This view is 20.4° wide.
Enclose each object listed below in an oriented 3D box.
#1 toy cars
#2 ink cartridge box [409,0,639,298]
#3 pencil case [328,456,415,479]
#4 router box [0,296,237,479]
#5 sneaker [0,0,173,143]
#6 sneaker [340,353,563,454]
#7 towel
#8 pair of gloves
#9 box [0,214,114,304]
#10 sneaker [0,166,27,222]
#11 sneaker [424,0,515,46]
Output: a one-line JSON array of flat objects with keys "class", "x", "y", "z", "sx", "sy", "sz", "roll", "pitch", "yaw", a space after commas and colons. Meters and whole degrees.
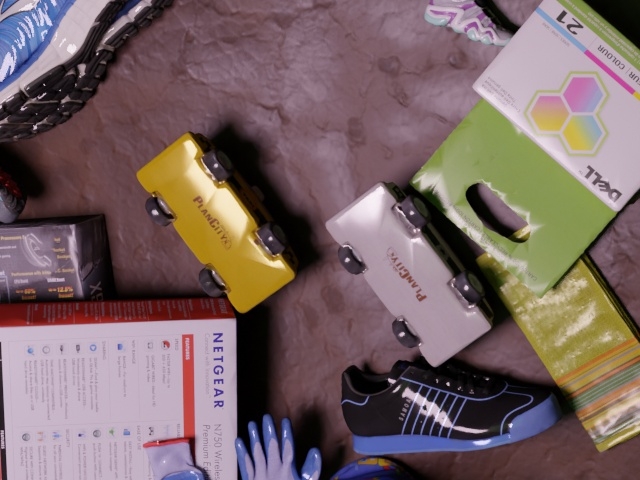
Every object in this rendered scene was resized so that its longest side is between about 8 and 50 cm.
[{"class": "toy cars", "x": 0.000, "y": 0.000, "z": 1.834, "sx": 0.393, "sy": 0.087, "sz": 0.176, "roll": 15, "pitch": 110, "yaw": 13}, {"class": "ink cartridge box", "x": 0.223, "y": -0.090, "z": 1.715, "sx": 0.189, "sy": 0.097, "sz": 0.255, "roll": 42, "pitch": 104, "yaw": 8}, {"class": "pencil case", "x": 0.040, "y": 0.305, "z": 1.759, "sx": 0.133, "sy": 0.306, "sz": 0.119, "roll": -15, "pitch": 95, "yaw": 10}, {"class": "router box", "x": -0.239, "y": 0.234, "z": 1.882, "sx": 0.301, "sy": 0.082, "sz": 0.335, "roll": -1, "pitch": 105, "yaw": -8}, {"class": "sneaker", "x": -0.292, "y": -0.230, "z": 1.885, "sx": 0.330, "sy": 0.130, "sz": 0.147, "roll": -43, "pitch": 70, "yaw": 18}, {"class": "sneaker", "x": 0.127, "y": 0.161, "z": 1.817, "sx": 0.232, "sy": 0.081, "sz": 0.090, "roll": -9, "pitch": 104, "yaw": 22}, {"class": "towel", "x": 0.259, "y": 0.092, "z": 1.790, "sx": 0.102, "sy": 0.021, "sz": 0.237, "roll": -35, "pitch": 87, "yaw": 21}, {"class": "pair of gloves", "x": -0.092, "y": 0.265, "z": 1.856, "sx": 0.198, "sy": 0.023, "sz": 0.159, "roll": -10, "pitch": 106, "yaw": -5}, {"class": "box", "x": -0.378, "y": 0.102, "z": 1.987, "sx": 0.307, "sy": 0.076, "sz": 0.242, "roll": -4, "pitch": 99, "yaw": 20}, {"class": "sneaker", "x": -0.438, "y": -0.054, "z": 1.956, "sx": 0.262, "sy": 0.104, "sz": 0.125, "roll": 22, "pitch": 89, "yaw": 24}, {"class": "sneaker", "x": 0.155, "y": -0.234, "z": 1.755, "sx": 0.098, "sy": 0.038, "sz": 0.069, "roll": 22, "pitch": 107, "yaw": 14}]
